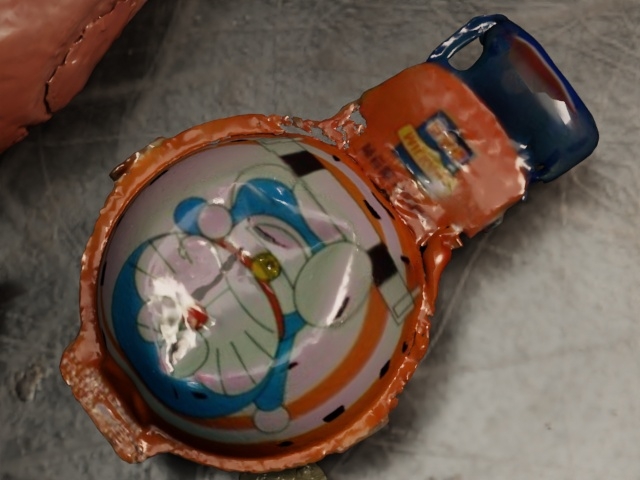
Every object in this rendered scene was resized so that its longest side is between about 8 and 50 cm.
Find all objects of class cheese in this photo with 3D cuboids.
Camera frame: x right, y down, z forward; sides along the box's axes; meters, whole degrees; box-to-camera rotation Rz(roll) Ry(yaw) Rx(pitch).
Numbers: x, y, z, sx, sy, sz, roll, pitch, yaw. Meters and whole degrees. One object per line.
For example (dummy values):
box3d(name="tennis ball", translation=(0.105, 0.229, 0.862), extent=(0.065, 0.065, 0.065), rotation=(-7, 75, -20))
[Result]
box3d(name="cheese", translation=(0.000, 0.000, 1.084), extent=(0.329, 0.129, 0.217), rotation=(-35, 74, 0))

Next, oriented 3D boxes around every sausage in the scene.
box3d(name="sausage", translation=(-0.178, -0.168, 1.148), extent=(0.152, 0.152, 0.280), rotation=(36, 84, 16))

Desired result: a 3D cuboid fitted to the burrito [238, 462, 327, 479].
box3d(name="burrito", translation=(0.010, 0.200, 1.081), extent=(0.051, 0.042, 0.171), rotation=(-26, 75, -7))
